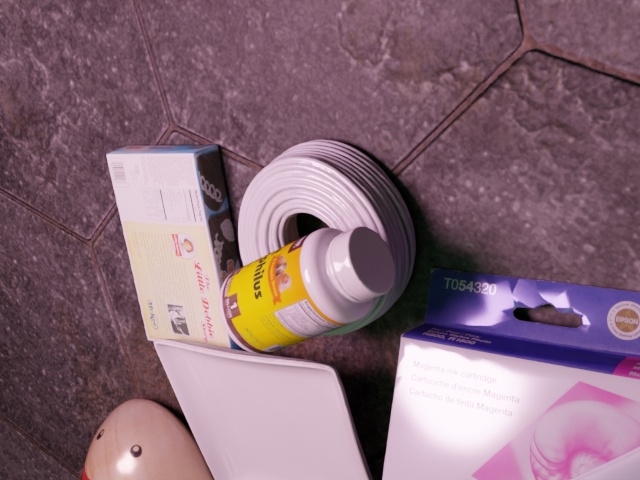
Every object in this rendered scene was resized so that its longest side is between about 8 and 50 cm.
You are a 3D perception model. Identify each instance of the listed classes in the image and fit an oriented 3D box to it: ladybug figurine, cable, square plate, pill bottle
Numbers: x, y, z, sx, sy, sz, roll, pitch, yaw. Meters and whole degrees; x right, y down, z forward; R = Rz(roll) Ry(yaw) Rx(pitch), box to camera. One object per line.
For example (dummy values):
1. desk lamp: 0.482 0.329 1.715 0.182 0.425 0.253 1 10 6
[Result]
1. ladybug figurine: -0.310 0.507 1.481 0.305 0.162 0.449 6 112 37
2. cable: 0.000 0.000 1.094 0.257 0.089 0.257 -28 91 40
3. square plate: -0.066 0.296 1.257 0.344 0.049 0.347 2 123 35
4. pill bottle: -0.017 0.058 0.997 0.215 0.117 0.117 -26 93 38

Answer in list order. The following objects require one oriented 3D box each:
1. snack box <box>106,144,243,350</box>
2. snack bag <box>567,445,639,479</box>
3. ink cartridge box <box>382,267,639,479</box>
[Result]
1. snack box: -0.217 0.013 1.277 0.187 0.060 0.321 4 111 35
2. snack bag: 0.442 0.312 0.800 0.343 0.037 0.323 -28 88 2
3. ink cartridge box: 0.233 0.207 0.939 0.324 0.071 0.330 5 88 35
